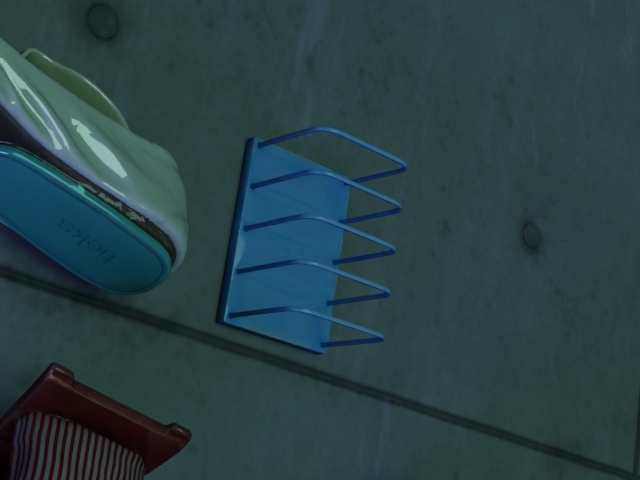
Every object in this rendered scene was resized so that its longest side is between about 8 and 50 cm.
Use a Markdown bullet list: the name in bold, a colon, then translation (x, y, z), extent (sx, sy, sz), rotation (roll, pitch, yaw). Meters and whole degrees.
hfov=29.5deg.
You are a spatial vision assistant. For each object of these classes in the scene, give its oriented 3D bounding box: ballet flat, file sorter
- **ballet flat**: translation (-0.247, -0.105, 0.859), extent (0.400, 0.139, 0.139), rotation (39, 60, -35)
- **file sorter**: translation (0.000, 0.000, 1.056), extent (0.118, 0.104, 0.170), rotation (22, 69, -38)

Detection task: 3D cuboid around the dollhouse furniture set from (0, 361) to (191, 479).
- **dollhouse furniture set**: translation (-0.272, 0.156, 0.718), extent (0.374, 0.152, 0.201), rotation (31, 35, -30)
